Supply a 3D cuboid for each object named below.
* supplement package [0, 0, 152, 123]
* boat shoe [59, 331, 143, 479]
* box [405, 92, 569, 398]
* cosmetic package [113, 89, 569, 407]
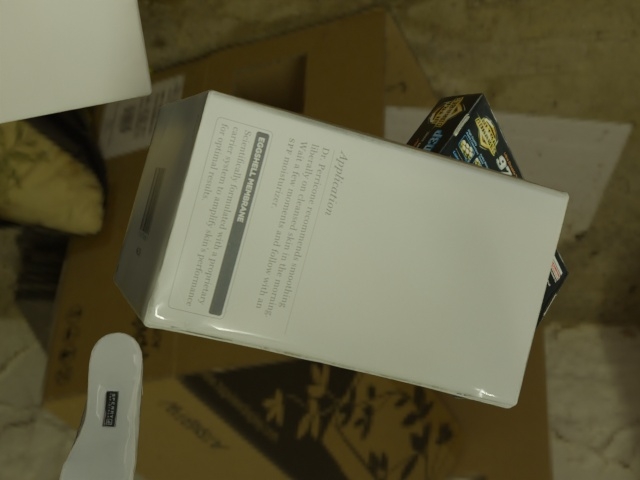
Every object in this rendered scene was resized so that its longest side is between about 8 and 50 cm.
[{"bbox_3d":[-0.292,-0.171,0.819,0.292,0.175,0.178,-13,108,-19],"label":"supplement package"},{"bbox_3d":[-0.107,0.098,0.575,0.035,0.100,0.035,5,163,0],"label":"boat shoe"},{"bbox_3d":[0.133,0.007,1.033,0.051,0.175,0.220,-2,130,43],"label":"box"},{"bbox_3d":[0.000,0.000,0.740,0.224,0.138,0.224,16,180,-16],"label":"cosmetic package"}]
